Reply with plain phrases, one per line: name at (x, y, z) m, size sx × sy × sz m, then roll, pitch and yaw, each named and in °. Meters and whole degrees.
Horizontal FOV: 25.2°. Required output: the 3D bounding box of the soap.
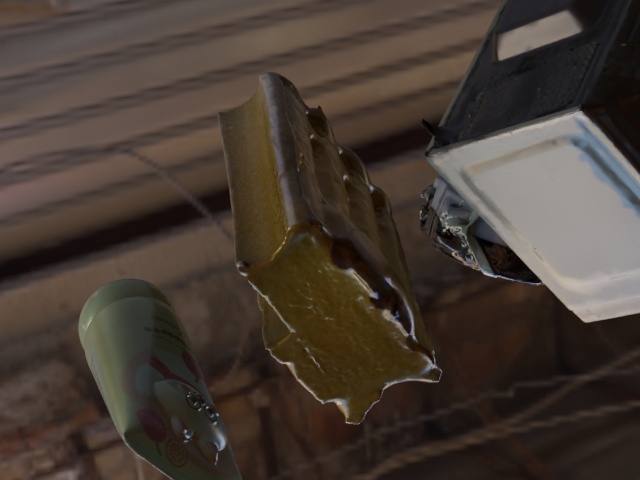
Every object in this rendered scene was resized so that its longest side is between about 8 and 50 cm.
soap at (0.000, 0.000, 1.454) m, size 0.143 × 0.259 × 0.281 m, roll -27°, pitch -144°, yaw 15°

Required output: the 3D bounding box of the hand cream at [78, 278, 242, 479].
hand cream at (-0.145, 0.133, 1.234) m, size 0.093 × 0.147 × 0.306 m, roll -45°, pitch -149°, yaw 7°

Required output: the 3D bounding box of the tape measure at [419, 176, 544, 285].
tape measure at (0.227, -0.012, 1.837) m, size 0.181 × 0.107 × 0.182 m, roll 14°, pitch -169°, yaw -9°

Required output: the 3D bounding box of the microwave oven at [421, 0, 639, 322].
microwave oven at (0.306, -0.146, 1.332) m, size 0.218 × 0.286 × 0.355 m, roll -15°, pitch -142°, yaw 49°
